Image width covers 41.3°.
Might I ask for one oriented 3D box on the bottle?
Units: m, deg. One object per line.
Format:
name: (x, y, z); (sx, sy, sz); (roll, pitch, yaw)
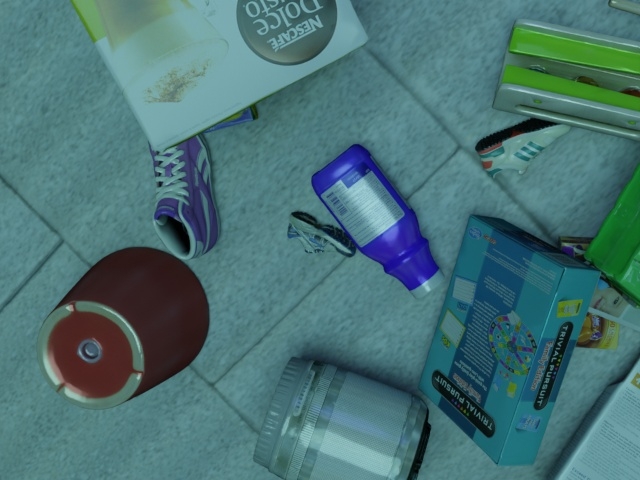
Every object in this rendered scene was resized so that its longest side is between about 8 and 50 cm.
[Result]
bottle: (0.107, -0.028, 1.473); (0.118, 0.092, 0.283); (-37, 94, 16)

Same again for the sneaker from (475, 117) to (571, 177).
sneaker: (0.346, -0.155, 1.428); (0.161, 0.057, 0.075); (-19, 116, 12)

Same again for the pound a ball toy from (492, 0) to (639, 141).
pound a ball toy: (0.455, -0.276, 1.353); (0.319, 0.136, 0.208); (14, 79, 7)

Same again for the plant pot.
plant pot: (-0.364, 0.166, 1.525); (0.275, 0.243, 0.275); (2, 102, 10)

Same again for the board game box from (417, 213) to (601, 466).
board game box: (0.298, 0.157, 1.401); (0.079, 0.254, 0.336); (6, 107, -27)

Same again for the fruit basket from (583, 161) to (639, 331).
fruit basket: (0.617, 0.025, 1.338); (0.353, 0.165, 0.327); (24, 103, -18)

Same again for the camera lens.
camera lens: (0.043, 0.345, 1.502); (0.274, 0.219, 0.219); (20, 105, 5)

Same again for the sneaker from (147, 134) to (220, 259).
sneaker: (-0.252, -0.103, 1.488); (0.102, 0.161, 0.282); (-16, 98, 15)

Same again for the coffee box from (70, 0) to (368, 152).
coffee box: (-0.157, -0.366, 1.276); (0.337, 0.338, 0.334); (-27, 102, 3)

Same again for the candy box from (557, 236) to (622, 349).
candy box: (0.459, 0.089, 1.456); (0.109, 0.053, 0.187); (3, 104, 8)

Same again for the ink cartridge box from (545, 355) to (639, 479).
ink cartridge box: (0.600, 0.408, 1.474); (0.324, 0.071, 0.330); (35, 89, 4)

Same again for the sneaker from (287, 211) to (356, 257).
sneaker: (0.000, 0.000, 1.527); (0.135, 0.052, 0.058); (29, 116, 11)

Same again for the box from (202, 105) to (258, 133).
box: (-0.184, -0.287, 1.494); (0.105, 0.043, 0.179); (-14, 98, 12)
